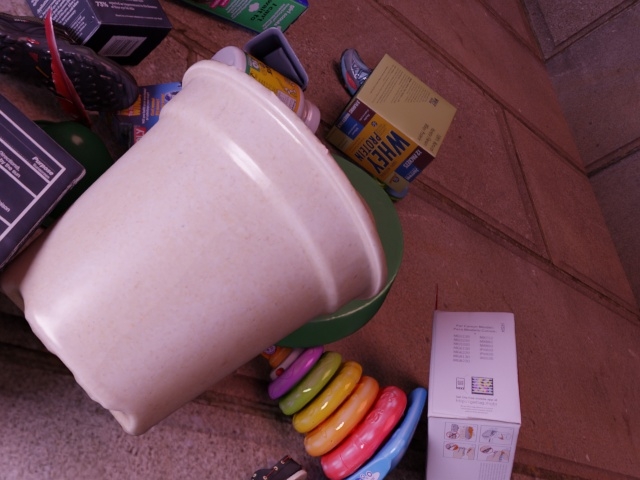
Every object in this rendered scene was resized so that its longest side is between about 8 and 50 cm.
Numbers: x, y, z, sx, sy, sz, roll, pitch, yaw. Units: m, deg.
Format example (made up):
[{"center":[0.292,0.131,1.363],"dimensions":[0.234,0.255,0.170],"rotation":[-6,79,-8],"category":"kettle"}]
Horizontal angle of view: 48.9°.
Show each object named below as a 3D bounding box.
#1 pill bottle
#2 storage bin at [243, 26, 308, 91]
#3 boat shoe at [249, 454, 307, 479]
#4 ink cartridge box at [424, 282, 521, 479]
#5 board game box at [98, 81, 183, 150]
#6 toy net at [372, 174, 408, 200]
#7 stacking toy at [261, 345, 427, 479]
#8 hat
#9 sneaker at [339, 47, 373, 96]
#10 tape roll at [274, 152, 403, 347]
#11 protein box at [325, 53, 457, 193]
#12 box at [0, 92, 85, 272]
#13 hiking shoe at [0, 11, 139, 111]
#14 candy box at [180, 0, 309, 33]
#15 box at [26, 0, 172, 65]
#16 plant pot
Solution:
[{"center":[-0.103,-0.249,1.260],"dimensions":[0.208,0.118,0.117],"rotation":[24,46,-39],"category":"pill bottle"},{"center":[-0.085,-0.330,1.383],"dimensions":[0.135,0.098,0.091],"rotation":[59,6,3],"category":"storage bin"},{"center":[-0.075,0.322,0.914],"dimensions":[0.042,0.048,0.133],"rotation":[40,34,25],"category":"boat shoe"},{"center":[0.239,0.265,1.135],"dimensions":[0.271,0.130,0.309],"rotation":[-77,166,-47],"category":"ink cartridge box"},{"center":[-0.222,-0.150,1.009],"dimensions":[0.194,0.060,0.194],"rotation":[2,63,-12],"category":"board game box"},{"center":[0.123,-0.198,1.580],"dimensions":[0.122,0.045,0.232],"rotation":[-2,61,-34],"category":"toy net"},{"center":[-0.010,0.206,1.013],"dimensions":[0.302,0.175,0.166],"rotation":[45,31,0],"category":"stacking toy"},{"center":[-0.283,-0.124,0.871],"dimensions":[0.209,0.184,0.172],"rotation":[20,49,-42],"category":"hat"},{"center":[0.154,-0.357,1.664],"dimensions":[0.261,0.125,0.104],"rotation":[53,34,-8],"category":"sneaker"},{"center":[-0.042,-0.002,1.031],"dimensions":[0.322,0.077,0.321],"rotation":[6,54,-8],"category":"tape roll"},{"center":[0.154,-0.251,1.511],"dimensions":[0.201,0.136,0.199],"rotation":[36,46,-7],"category":"protein box"},{"center":[-0.429,-0.045,0.625],"dimensions":[0.296,0.183,0.294],"rotation":[46,37,-21],"category":"box"},{"center":[-0.348,-0.254,0.947],"dimensions":[0.227,0.086,0.114],"rotation":[22,39,-17],"category":"hiking shoe"},{"center":[-0.198,-0.575,1.393],"dimensions":[0.317,0.122,0.268],"rotation":[4,59,-49],"category":"candy box"},{"center":[-0.348,-0.376,1.056],"dimensions":[0.153,0.108,0.207],"rotation":[-21,81,-56],"category":"box"},{"center":[-0.152,0.030,0.769],"dimensions":[0.305,0.334,0.333],"rotation":[-41,100,-18],"category":"plant pot"}]
